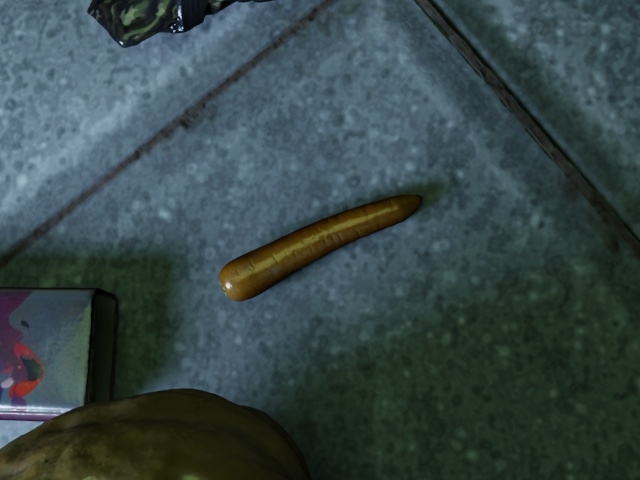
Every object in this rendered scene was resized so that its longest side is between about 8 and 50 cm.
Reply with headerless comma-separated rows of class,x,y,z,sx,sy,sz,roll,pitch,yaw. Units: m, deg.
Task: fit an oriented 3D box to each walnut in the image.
walnut,-0.145,0.273,0.820,0.344,0.306,0.306,-21,75,15

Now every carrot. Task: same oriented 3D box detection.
carrot,0.000,0.000,0.968,0.190,0.037,0.037,-26,74,5

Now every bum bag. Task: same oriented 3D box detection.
bum bag,-0.094,-0.243,1.021,0.248,0.069,0.102,-22,39,9

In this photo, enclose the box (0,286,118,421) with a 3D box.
box,-0.294,0.099,0.997,0.224,0.069,0.120,-2,78,12
